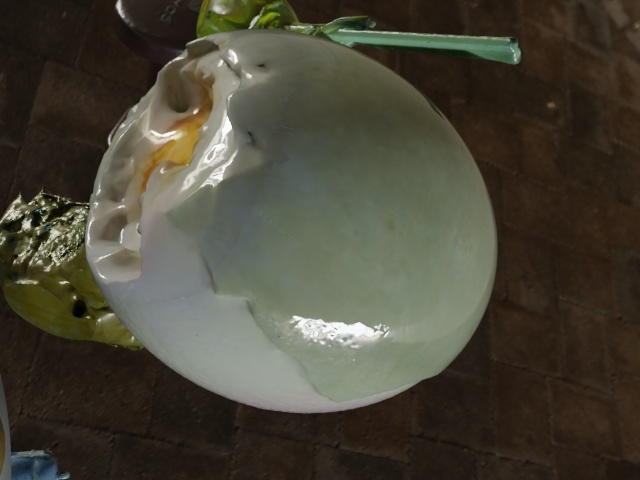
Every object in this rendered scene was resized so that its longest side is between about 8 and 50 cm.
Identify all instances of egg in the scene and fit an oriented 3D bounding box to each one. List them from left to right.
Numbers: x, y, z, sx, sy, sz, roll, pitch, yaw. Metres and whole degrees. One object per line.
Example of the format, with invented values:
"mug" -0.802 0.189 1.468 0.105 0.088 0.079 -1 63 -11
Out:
"egg" 0.000 0.000 0.440 0.217 0.183 0.183 29 52 -34

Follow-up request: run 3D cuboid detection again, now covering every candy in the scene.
"candy" 0.017 -0.143 0.614 0.073 0.262 0.077 44 65 -54

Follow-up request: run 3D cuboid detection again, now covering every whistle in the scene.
"whistle" -0.591 0.433 1.568 0.269 0.180 0.093 -5 89 0

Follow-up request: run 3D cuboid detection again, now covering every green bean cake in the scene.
"green bean cake" -0.380 0.031 1.360 0.310 0.285 0.202 19 52 9

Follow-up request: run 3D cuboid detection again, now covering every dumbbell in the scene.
"dumbbell" -0.160 -0.166 0.933 0.124 0.225 0.140 18 47 0

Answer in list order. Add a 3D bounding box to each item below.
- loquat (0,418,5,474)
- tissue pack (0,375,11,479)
"loquat" -0.341 0.154 0.694 0.149 0.172 0.204 -23 69 1
"tissue pack" -0.484 0.283 1.012 0.230 0.236 0.333 1 80 -17
